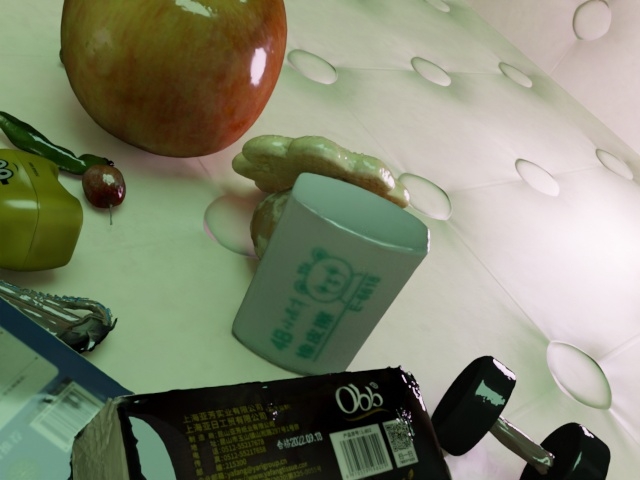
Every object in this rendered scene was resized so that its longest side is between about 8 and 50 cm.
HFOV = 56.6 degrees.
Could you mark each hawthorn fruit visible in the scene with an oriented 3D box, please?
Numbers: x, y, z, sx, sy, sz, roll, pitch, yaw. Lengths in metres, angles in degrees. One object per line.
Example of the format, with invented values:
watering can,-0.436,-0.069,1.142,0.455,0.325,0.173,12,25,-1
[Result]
hawthorn fruit,-0.334,-0.071,0.930,0.066,0.067,0.103,-6,53,-36

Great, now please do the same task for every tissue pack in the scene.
tissue pack,-0.045,0.255,0.627,0.370,0.198,0.210,5,52,-37
tissue pack,-0.407,-0.043,0.789,0.127,0.123,0.178,2,31,-43

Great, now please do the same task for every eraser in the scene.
eraser,0.003,0.061,0.824,0.189,0.290,0.104,26,40,-2

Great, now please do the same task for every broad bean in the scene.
broad bean,-0.435,-0.147,0.959,0.195,0.046,0.061,22,28,-18

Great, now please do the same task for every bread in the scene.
bread,0.000,-0.111,1.034,0.316,0.316,0.054,18,78,-16

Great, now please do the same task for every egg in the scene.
egg,0.000,0.000,0.966,0.233,0.195,0.195,18,39,5

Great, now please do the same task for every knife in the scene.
knife,-0.439,0.058,0.748,0.365,0.043,0.089,24,40,-5

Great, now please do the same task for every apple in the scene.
apple,-0.240,-0.352,1.009,0.391,0.346,0.391,7,70,-19

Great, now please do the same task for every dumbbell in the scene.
dumbbell,0.285,0.289,0.866,0.218,0.152,0.152,37,39,8

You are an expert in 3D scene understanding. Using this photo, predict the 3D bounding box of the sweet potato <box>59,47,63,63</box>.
sweet potato,-0.367,-0.356,1.193,0.285,0.085,0.112,11,47,-22

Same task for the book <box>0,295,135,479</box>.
book,-0.450,0.154,0.611,0.428,0.039,0.300,35,47,4
